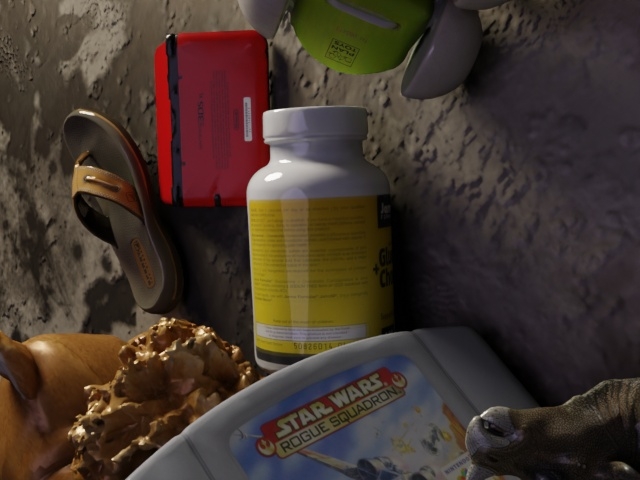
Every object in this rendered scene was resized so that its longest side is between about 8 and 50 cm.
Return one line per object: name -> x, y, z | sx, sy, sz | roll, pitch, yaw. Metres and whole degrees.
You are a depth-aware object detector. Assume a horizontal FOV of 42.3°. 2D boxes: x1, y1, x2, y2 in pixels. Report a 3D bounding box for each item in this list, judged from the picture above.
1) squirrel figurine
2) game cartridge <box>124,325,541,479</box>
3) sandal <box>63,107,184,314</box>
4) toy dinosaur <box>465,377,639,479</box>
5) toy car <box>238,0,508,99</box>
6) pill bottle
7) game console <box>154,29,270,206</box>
squirrel figurine -> -0.128, 0.209, 0.647 | 0.397, 0.281, 0.370 | -43, 56, 32
game cartridge -> 0.035, 0.154, 0.452 | 0.198, 0.297, 0.062 | 54, 137, 20
sandal -> -0.198, -0.028, 0.777 | 0.090, 0.060, 0.219 | -32, 77, 45
toy dinosaur -> 0.234, 0.115, 0.395 | 0.313, 0.121, 0.160 | 18, 98, 23
toy car -> 0.043, -0.190, 0.518 | 0.182, 0.159, 0.136 | 119, 169, -54
pill bottle -> 0.000, 0.000, 0.590 | 0.103, 0.103, 0.184 | 1, 96, 40
game console -> -0.096, -0.102, 0.719 | 0.124, 0.085, 0.144 | -1, 96, 9
